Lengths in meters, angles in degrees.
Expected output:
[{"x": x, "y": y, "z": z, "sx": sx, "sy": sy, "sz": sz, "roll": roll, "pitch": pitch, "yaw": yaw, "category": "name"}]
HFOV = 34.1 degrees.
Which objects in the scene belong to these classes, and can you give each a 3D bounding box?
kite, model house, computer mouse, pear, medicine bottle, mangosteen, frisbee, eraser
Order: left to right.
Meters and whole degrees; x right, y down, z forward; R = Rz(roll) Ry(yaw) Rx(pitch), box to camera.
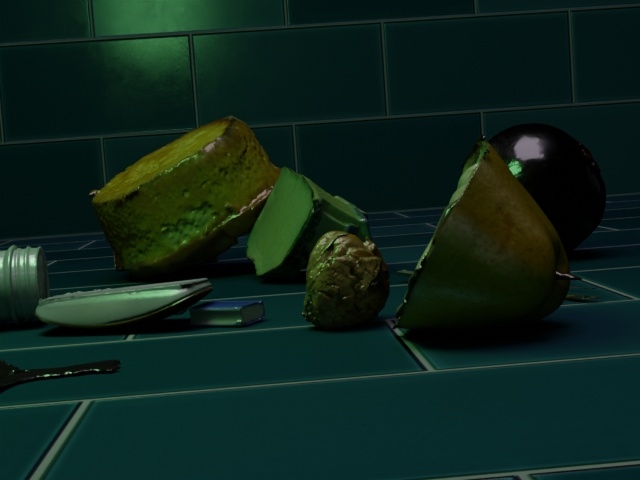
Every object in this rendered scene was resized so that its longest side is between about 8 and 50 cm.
[{"x": -0.562, "y": 0.075, "z": 1.507, "sx": 0.324, "sy": 0.124, "sz": 0.179, "roll": -3, "pitch": 12, "yaw": -5, "category": "medicine bottle"}, {"x": -0.310, "y": 0.141, "z": 1.128, "sx": 0.187, "sy": 0.012, "sz": 0.211, "roll": -5, "pitch": 4, "yaw": -15, "category": "frisbee"}, {"x": -0.268, "y": 0.091, "z": 1.435, "sx": 0.245, "sy": 0.056, "sz": 0.126, "roll": -8, "pitch": 2, "yaw": 11, "category": "computer mouse"}, {"x": -0.126, "y": 0.098, "z": 1.408, "sx": 0.084, "sy": 0.027, "sz": 0.063, "roll": -3, "pitch": 4, "yaw": 27, "category": "eraser"}, {"x": 0.000, "y": 0.000, "z": 1.882, "sx": 0.189, "sy": 0.195, "sz": 0.214, "roll": 20, "pitch": 9, "yaw": -25, "category": "model house"}, {"x": 0.204, "y": 0.028, "z": 1.212, "sx": 0.178, "sy": 0.267, "sz": 0.267, "roll": 29, "pitch": 8, "yaw": 4, "category": "pear"}, {"x": 0.374, "y": -0.072, "z": 1.940, "sx": 0.302, "sy": 0.275, "sz": 0.275, "roll": -38, "pitch": -8, "yaw": 20, "category": "mangosteen"}, {"x": 0.300, "y": 0.074, "z": 1.469, "sx": 0.198, "sy": 0.006, "sz": 0.244, "roll": -7, "pitch": 5, "yaw": -36, "category": "kite"}]

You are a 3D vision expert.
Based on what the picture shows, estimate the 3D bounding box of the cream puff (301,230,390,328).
[{"x": 0.034, "y": 0.055, "z": 1.321, "sx": 0.104, "sy": 0.119, "sz": 0.133, "roll": 18, "pitch": 42, "yaw": 25, "category": "cream puff"}]

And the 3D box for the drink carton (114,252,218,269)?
[{"x": -0.341, "y": 0.007, "z": 2.292, "sx": 0.222, "sy": 0.096, "sz": 0.071, "roll": -6, "pitch": 5, "yaw": -19, "category": "drink carton"}]

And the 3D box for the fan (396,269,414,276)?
[{"x": 0.240, "y": 0.059, "z": 1.585, "sx": 0.223, "sy": 0.012, "sz": 0.294, "roll": -4, "pitch": 5, "yaw": -1, "category": "fan"}]

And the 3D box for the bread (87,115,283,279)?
[{"x": -0.252, "y": -0.087, "z": 2.086, "sx": 0.398, "sy": 0.215, "sz": 0.398, "roll": -27, "pitch": 17, "yaw": 9, "category": "bread"}]
